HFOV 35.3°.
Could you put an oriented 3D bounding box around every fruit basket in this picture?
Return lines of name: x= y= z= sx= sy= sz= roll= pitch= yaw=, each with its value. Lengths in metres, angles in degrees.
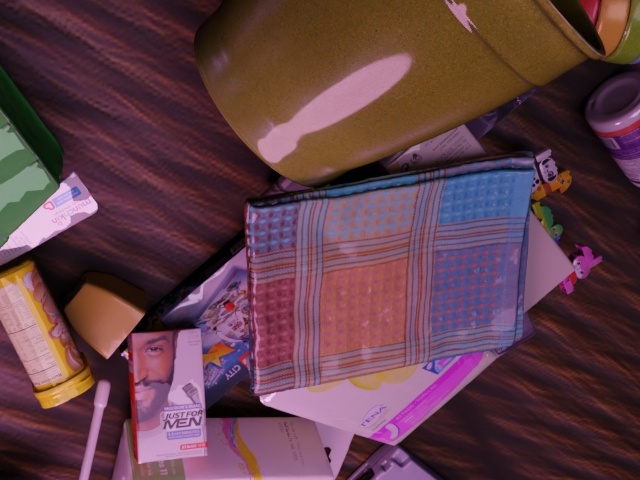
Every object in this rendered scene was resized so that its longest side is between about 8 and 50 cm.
fruit basket: x=-0.486 y=-0.078 z=1.135 sx=0.353 sy=0.165 sz=0.327 roll=-26 pitch=121 yaw=11

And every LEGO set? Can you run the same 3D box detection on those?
LEGO set: x=0.340 y=-0.050 z=1.463 sx=0.093 sy=0.087 sz=0.227 roll=-30 pitch=114 yaw=-8

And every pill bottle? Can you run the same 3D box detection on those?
pill bottle: x=0.472 y=-0.143 z=1.449 sx=0.108 sy=0.108 sz=0.193 roll=-44 pitch=121 yaw=4

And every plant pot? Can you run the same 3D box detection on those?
plant pot: x=-0.284 y=0.087 z=1.306 sx=0.083 sy=0.081 sz=0.081 roll=38 pitch=98 yaw=-18
plant pot: x=0.059 y=-0.250 z=1.118 sx=0.353 sy=0.366 sz=0.366 roll=-35 pitch=123 yaw=23

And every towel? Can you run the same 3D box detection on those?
towel: x=0.090 y=0.044 z=1.217 sx=0.370 sy=0.040 sz=0.271 roll=-10 pitch=118 yaw=-19

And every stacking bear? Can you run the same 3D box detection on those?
stacking bear: x=0.367 y=-0.302 z=1.314 sx=0.289 sy=0.175 sz=0.164 roll=0 pitch=100 yaw=-11

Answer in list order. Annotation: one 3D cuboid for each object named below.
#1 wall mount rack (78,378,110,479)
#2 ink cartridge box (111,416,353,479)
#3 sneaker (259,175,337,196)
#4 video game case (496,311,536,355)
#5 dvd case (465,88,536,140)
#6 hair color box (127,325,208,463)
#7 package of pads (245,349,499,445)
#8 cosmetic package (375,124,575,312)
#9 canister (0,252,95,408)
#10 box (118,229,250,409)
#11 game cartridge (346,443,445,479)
wall mount rack: x=-0.419 y=0.320 z=1.325 sx=0.350 sy=0.130 sz=0.304 roll=13 pitch=113 yaw=-14
ink cartridge box: x=-0.115 y=0.364 z=1.450 sx=0.353 sy=0.119 sz=0.207 roll=3 pitch=127 yaw=-21
sneaker: x=0.000 y=0.000 z=1.370 sx=0.132 sy=0.086 sz=0.229 roll=-37 pitch=111 yaw=6
video game case: x=0.198 y=0.088 z=1.509 sx=0.196 sy=0.026 sz=0.274 roll=-30 pitch=120 yaw=-4
dvd case: x=0.175 y=-0.229 z=1.353 sx=0.164 sy=0.018 sz=0.221 roll=-40 pitch=121 yaw=2
hair color box: x=-0.200 y=0.199 z=1.311 sx=0.093 sy=0.053 sz=0.167 roll=-4 pitch=89 yaw=-17
package of pads: x=0.070 y=0.164 z=1.403 sx=0.296 sy=0.101 sz=0.229 roll=26 pitch=119 yaw=-40
cosmetic package: x=0.188 y=-0.055 z=1.335 sx=0.113 sy=0.160 sz=0.309 roll=-41 pitch=118 yaw=3
canister: x=-0.349 y=0.107 z=1.241 sx=0.073 sy=0.126 sz=0.170 roll=-26 pitch=104 yaw=-13
box: x=-0.140 y=0.118 z=1.389 sx=0.233 sy=0.044 sz=0.159 roll=-40 pitch=121 yaw=2
game cartridge: x=0.078 y=0.477 z=1.635 sx=0.297 sy=0.062 sz=0.198 roll=-45 pitch=125 yaw=4
